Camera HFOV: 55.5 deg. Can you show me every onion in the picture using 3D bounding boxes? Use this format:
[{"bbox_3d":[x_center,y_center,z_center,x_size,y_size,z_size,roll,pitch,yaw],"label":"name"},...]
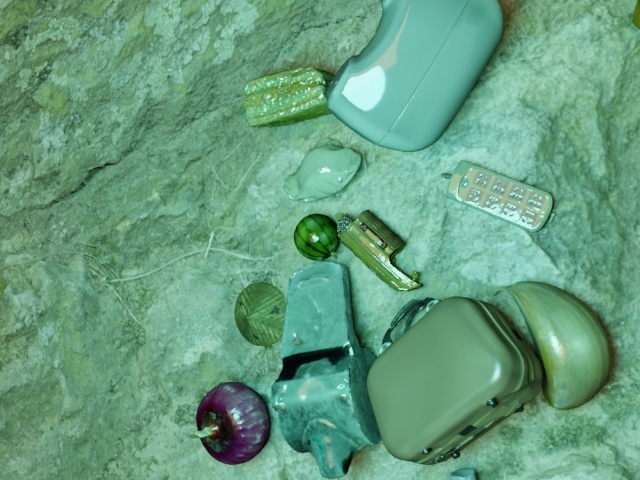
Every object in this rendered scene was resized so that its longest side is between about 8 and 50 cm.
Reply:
[{"bbox_3d":[-0.192,0.397,1.327,0.177,0.153,0.177,-1,85,12],"label":"onion"}]

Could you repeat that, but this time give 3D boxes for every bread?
[{"bbox_3d":[-0.054,-0.300,1.272,0.196,0.138,0.102,-8,97,24],"label":"bread"}]

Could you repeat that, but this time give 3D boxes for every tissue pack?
[{"bbox_3d":[0.178,-0.323,1.107,0.236,0.229,0.333,29,101,-9],"label":"tissue pack"}]

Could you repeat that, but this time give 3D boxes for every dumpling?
[{"bbox_3d":[0.008,-0.158,1.276,0.169,0.100,0.134,-41,36,41],"label":"dumpling"}]

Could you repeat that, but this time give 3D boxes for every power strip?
[{"bbox_3d":[0.330,-0.086,1.153,0.227,0.029,0.080,26,100,23],"label":"power strip"}]

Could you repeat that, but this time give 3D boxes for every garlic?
[{"bbox_3d":[0.412,0.176,1.074,0.164,0.145,0.245,-37,70,52],"label":"garlic"}]

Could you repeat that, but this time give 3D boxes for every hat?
[{"bbox_3d":[-0.147,0.167,1.348,0.146,0.067,0.146,0,90,25],"label":"hat"}]

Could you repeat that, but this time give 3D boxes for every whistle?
[{"bbox_3d":[0.006,0.246,1.209,0.168,0.188,0.405,-16,86,24],"label":"whistle"}]

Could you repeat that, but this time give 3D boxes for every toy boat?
[{"bbox_3d":[0.120,0.016,1.228,0.226,0.068,0.088,43,99,19],"label":"toy boat"}]

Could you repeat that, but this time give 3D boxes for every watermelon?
[{"bbox_3d":[-0.004,-0.003,1.270,0.109,0.109,0.109,0,90,24],"label":"watermelon"}]

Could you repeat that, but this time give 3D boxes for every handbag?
[{"bbox_3d":[0.219,0.227,1.112,0.302,0.149,0.283,-49,45,27],"label":"handbag"}]

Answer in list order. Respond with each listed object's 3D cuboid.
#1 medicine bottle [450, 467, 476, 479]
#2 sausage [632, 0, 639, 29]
[{"bbox_3d":[0.306,0.603,1.117,0.110,0.110,0.352,-16,83,24],"label":"medicine bottle"},{"bbox_3d":[0.665,-0.331,0.961,0.328,0.112,0.112,33,103,21],"label":"sausage"}]
